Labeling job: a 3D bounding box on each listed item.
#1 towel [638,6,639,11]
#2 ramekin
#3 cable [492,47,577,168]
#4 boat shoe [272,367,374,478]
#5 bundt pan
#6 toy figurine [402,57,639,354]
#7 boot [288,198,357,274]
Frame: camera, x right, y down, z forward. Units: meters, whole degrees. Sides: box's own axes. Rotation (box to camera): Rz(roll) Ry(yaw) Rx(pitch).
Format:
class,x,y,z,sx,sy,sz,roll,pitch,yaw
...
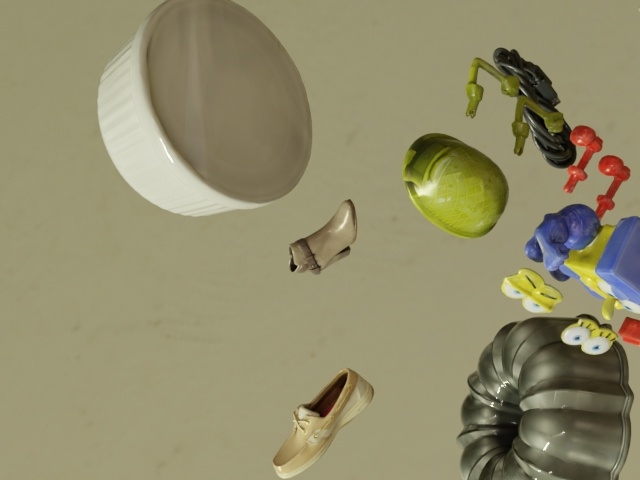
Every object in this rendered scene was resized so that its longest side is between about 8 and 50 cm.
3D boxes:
class,x,y,z,sx,sy,sz,roll,pitch,yaw
towel,0.481,-0.157,1.238,0.312,0.324,0.056,47,-147,-15
ramekin,-0.148,-0.154,1.788,0.273,0.127,0.273,21,-121,-41
cable,0.273,-0.171,1.899,0.184,0.047,0.150,40,-147,-50
boat shoe,-0.007,0.234,1.926,0.059,0.170,0.063,49,169,-31
bundt pan,0.288,0.250,2.022,0.124,0.331,0.331,13,-148,-18
toy figurine,0.282,-0.015,1.437,0.362,0.191,0.217,37,170,-28
boot,0.000,0.000,1.953,0.118,0.087,0.042,95,153,-45
